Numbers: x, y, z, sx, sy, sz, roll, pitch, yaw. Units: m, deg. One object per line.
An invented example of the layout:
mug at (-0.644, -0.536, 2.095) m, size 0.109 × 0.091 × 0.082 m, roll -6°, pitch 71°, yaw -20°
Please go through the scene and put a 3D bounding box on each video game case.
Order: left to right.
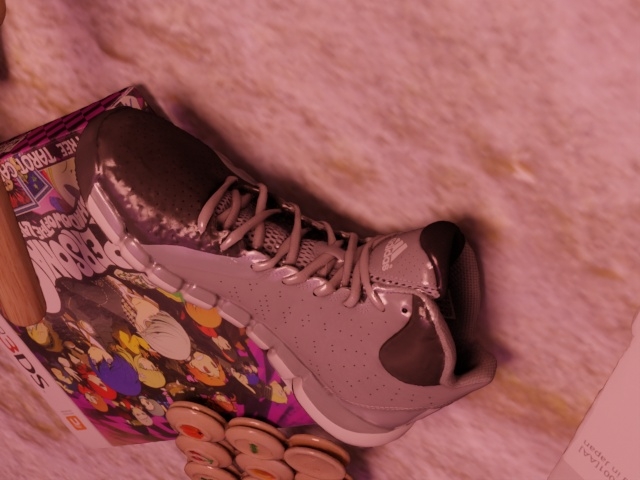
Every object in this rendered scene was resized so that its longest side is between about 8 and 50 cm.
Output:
video game case at (-0.124, 0.029, 0.812) m, size 0.232 × 0.042 × 0.210 m, roll -13°, pitch 119°, yaw 45°

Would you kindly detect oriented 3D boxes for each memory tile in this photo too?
memory tile at (-0.032, 0.143, 0.830) m, size 0.113 × 0.012 × 0.148 m, roll 14°, pitch 149°, yaw 12°

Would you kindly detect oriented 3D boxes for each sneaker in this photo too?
sneaker at (0.000, 0.000, 0.663) m, size 0.229 × 0.086 × 0.132 m, roll 43°, pitch 138°, yaw -19°

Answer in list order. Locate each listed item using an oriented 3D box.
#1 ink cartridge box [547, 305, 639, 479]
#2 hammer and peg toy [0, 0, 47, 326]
ink cartridge box at (0.240, 0.115, 0.517) m, size 0.296 × 0.066 × 0.261 m, roll 45°, pitch 149°, yaw 22°
hammer and peg toy at (-0.284, -0.078, 0.696) m, size 0.361 × 0.127 × 0.266 m, roll 25°, pitch 137°, yaw 42°
